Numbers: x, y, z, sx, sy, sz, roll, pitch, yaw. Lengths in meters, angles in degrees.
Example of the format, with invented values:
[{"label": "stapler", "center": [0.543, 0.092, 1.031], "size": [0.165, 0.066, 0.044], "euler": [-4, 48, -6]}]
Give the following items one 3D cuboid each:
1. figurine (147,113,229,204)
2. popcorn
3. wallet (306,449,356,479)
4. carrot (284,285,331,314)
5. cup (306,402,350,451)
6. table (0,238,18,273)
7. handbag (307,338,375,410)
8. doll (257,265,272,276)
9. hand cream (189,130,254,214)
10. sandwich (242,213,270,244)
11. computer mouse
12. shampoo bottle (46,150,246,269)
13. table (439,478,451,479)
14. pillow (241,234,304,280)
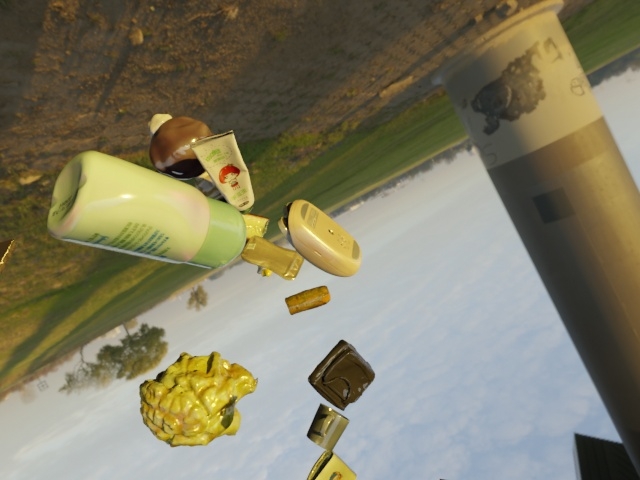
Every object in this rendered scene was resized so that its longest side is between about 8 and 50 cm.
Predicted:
[{"label": "figurine", "center": [-0.400, -0.257, 1.405], "size": [0.218, 0.365, 0.206], "euler": [-11, -125, 28]}, {"label": "popcorn", "center": [-0.389, 0.491, 1.303], "size": [0.336, 0.273, 0.279], "euler": [-5, 172, 9]}, {"label": "wallet", "center": [0.027, 0.630, 1.100], "size": [0.039, 0.155, 0.110], "euler": [15, -125, 48]}, {"label": "carrot", "center": [-0.047, 0.227, 1.594], "size": [0.173, 0.082, 0.082], "euler": [-16, -179, -7]}, {"label": "cup", "center": [0.013, 0.419, 0.936], "size": [0.077, 0.078, 0.100], "euler": [-60, 160, -15]}, {"label": "table", "center": [-0.724, 0.078, 0.685], "size": [0.197, 0.251, 0.281], "euler": [-5, -119, 36]}, {"label": "handbag", "center": [0.099, 0.587, 1.796], "size": [0.244, 0.275, 0.088], "euler": [-45, -147, -11]}, {"label": "doll", "center": [-0.236, 0.101, 1.765], "size": [0.072, 0.113, 0.135], "euler": [-15, -159, 23]}, {"label": "hand cream", "center": [-0.274, -0.194, 1.264], "size": [0.121, 0.076, 0.335], "euler": [-25, 147, -7]}, {"label": "sandwich", "center": [-0.337, -0.057, 1.688], "size": [0.236, 0.122, 0.128], "euler": [16, 159, -12]}, {"label": "computer mouse", "center": [0.000, 0.000, 1.018], "size": [0.082, 0.237, 0.145], "euler": [-44, -160, 31]}, {"label": "shampoo bottle", "center": [-0.298, -0.038, 0.796], "size": [0.222, 0.151, 0.350], "euler": [-19, 154, 38]}, {"label": "table", "center": [0.346, 0.690, 0.957], "size": [0.173, 0.168, 0.193], "euler": [-3, 177, 22]}, {"label": "pillow", "center": [-0.172, 0.060, 1.514], "size": [0.033, 0.218, 0.130], "euler": [109, 4, -55]}]
